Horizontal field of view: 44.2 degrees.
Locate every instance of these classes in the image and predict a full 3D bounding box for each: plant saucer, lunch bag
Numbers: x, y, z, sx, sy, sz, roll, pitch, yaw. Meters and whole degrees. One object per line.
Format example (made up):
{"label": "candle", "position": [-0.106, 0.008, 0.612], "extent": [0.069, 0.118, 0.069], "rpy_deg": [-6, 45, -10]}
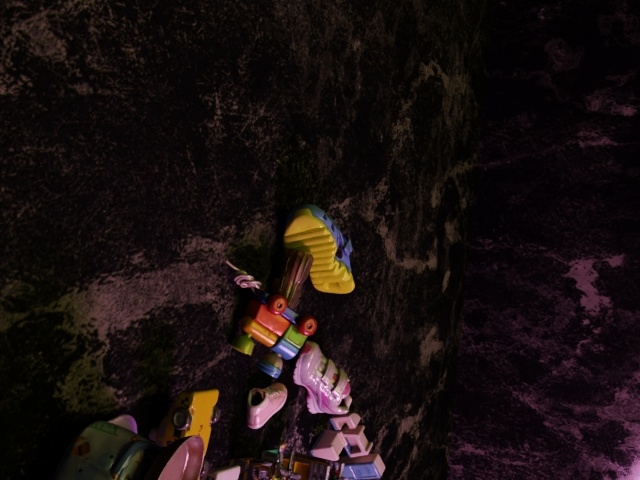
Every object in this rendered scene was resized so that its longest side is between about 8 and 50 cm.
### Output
{"label": "plant saucer", "position": [-0.218, 0.352, 1.118], "extent": [0.168, 0.029, 0.168], "rpy_deg": [19, 90, -74]}
{"label": "lunch bag", "position": [-0.312, 0.417, 1.135], "extent": [0.303, 0.115, 0.243], "rpy_deg": [-64, 158, -21]}

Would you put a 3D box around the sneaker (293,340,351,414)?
{"label": "sneaker", "position": [0.014, 0.330, 1.882], "extent": [0.252, 0.111, 0.103], "rpy_deg": [68, 36, -45]}

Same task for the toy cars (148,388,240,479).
{"label": "toy cars", "position": [-0.230, 0.422, 1.407], "extent": [0.176, 0.087, 0.394], "rpy_deg": [-50, 143, -43]}

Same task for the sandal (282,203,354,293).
{"label": "sandal", "position": [0.000, 0.000, 1.790], "extent": [0.317, 0.126, 0.138], "rpy_deg": [65, 28, -58]}

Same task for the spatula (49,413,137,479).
{"label": "spatula", "position": [-0.369, 0.339, 1.135], "extent": [0.296, 0.030, 0.084], "rpy_deg": [-28, 124, -61]}

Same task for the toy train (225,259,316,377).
{"label": "toy train", "position": [-0.135, 0.161, 1.564], "extent": [0.248, 0.105, 0.143], "rpy_deg": [38, 76, -31]}

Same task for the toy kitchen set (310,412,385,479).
{"label": "toy kitchen set", "position": [0.051, 0.574, 2.060], "extent": [0.207, 0.122, 0.166], "rpy_deg": [64, 35, -17]}

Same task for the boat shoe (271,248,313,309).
{"label": "boat shoe", "position": [-0.075, 0.103, 1.702], "extent": [0.178, 0.060, 0.064], "rpy_deg": [-67, 167, 2]}

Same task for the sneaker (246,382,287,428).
{"label": "sneaker", "position": [-0.114, 0.332, 1.673], "extent": [0.134, 0.051, 0.070], "rpy_deg": [-45, 140, -49]}

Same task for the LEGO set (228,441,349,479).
{"label": "LEGO set", "position": [-0.067, 0.562, 1.656], "extent": [0.331, 0.192, 0.255], "rpy_deg": [42, 58, -61]}
